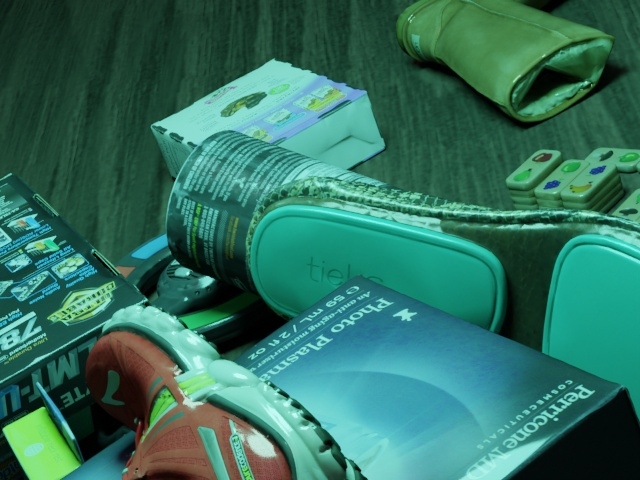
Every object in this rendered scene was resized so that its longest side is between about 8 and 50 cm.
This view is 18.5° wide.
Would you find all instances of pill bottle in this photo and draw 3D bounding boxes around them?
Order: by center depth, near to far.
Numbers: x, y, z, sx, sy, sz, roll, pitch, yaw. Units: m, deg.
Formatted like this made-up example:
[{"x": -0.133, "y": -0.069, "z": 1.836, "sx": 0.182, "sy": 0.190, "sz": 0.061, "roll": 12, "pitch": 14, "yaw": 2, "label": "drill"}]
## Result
[{"x": 0.000, "y": 0.000, "z": 1.680, "sx": 0.246, "sy": 0.130, "sz": 0.130, "roll": 21, "pitch": 44, "yaw": 26, "label": "pill bottle"}]

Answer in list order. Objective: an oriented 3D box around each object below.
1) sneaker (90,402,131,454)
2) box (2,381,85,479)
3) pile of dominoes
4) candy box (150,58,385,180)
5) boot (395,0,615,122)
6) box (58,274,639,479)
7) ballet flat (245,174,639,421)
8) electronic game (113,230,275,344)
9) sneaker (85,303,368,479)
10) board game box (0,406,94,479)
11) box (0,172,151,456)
[{"x": -0.124, "y": 0.173, "z": 1.508, "sx": 0.084, "sy": 0.097, "sz": 0.235, "roll": -31, "pitch": 28, "yaw": -21, "label": "sneaker"}, {"x": -0.172, "y": 0.200, "z": 1.399, "sx": 0.042, "sy": 0.178, "sz": 0.109, "roll": -27, "pitch": 26, "yaw": -13, "label": "box"}, {"x": 0.270, "y": -0.035, "z": 1.692, "sx": 0.251, "sy": 0.040, "sz": 0.196, "roll": 7, "pitch": 37, "yaw": 44, "label": "pile of dominoes"}, {"x": -0.056, "y": -0.107, "z": 2.030, "sx": 0.165, "sy": 0.070, "sz": 0.196, "roll": -31, "pitch": 28, "yaw": -19, "label": "candy box"}, {"x": 0.227, "y": -0.226, "z": 2.047, "sx": 0.236, "sy": 0.089, "sz": 0.269, "roll": -37, "pitch": 29, "yaw": -10, "label": "boot"}, {"x": 0.024, "y": 0.195, "z": 1.262, "sx": 0.296, "sy": 0.182, "sz": 0.294, "roll": -35, "pitch": 30, "yaw": -22, "label": "box"}, {"x": 0.176, "y": 0.041, "z": 1.446, "sx": 0.483, "sy": 0.164, "sz": 0.182, "roll": 17, "pitch": 20, "yaw": 30, "label": "ballet flat"}, {"x": -0.108, "y": 0.034, "z": 1.821, "sx": 0.229, "sy": 0.048, "sz": 0.229, "roll": -16, "pitch": 27, "yaw": 8, "label": "electronic game"}, {"x": -0.087, "y": 0.124, "z": 1.170, "sx": 0.118, "sy": 0.107, "sz": 0.279, "roll": -44, "pitch": 29, "yaw": -14, "label": "sneaker"}, {"x": -0.320, "y": 0.154, "z": 1.678, "sx": 0.210, "sy": 0.047, "sz": 0.160, "roll": -32, "pitch": 53, "yaw": -21, "label": "board game box"}, {"x": -0.313, "y": 0.086, "z": 1.615, "sx": 0.295, "sy": 0.073, "sz": 0.293, "roll": -31, "pitch": 35, "yaw": -16, "label": "box"}]
